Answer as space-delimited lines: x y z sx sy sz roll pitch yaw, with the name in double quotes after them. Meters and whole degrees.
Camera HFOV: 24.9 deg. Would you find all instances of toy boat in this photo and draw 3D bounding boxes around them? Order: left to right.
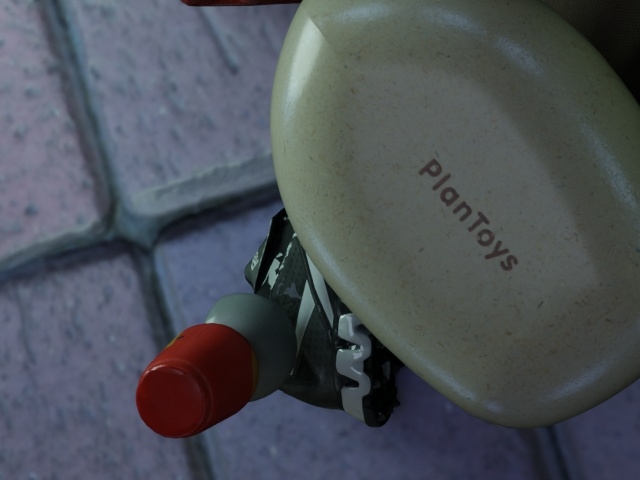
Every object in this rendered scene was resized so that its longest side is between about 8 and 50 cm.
0.035 0.003 0.804 0.318 0.148 0.267 -35 88 20 "toy boat"

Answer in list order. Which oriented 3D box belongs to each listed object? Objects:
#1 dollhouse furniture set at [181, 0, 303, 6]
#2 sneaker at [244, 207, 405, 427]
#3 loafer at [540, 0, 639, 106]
0.005 -0.296 0.863 0.201 0.152 0.374 40 119 14 "dollhouse furniture set"
0.000 0.000 0.927 0.106 0.078 0.234 6 101 20 "sneaker"
0.158 -0.182 0.807 0.134 0.130 0.366 21 104 20 "loafer"
